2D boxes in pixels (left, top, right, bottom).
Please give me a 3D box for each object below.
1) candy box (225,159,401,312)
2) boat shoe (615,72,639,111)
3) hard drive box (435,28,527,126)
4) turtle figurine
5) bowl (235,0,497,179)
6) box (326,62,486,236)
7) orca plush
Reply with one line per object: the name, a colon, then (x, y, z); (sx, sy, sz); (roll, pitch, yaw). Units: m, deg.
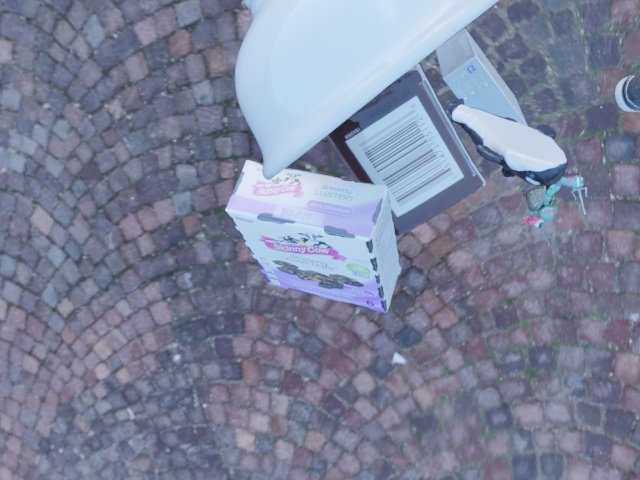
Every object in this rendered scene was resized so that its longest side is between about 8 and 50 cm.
candy box: (0.000, 0.000, 0.799); (0.165, 0.196, 0.070); (12, 65, 18)
boat shoe: (0.598, -0.258, 1.113); (0.228, 0.069, 0.081); (-16, 93, -12)
hard drive box: (0.383, -0.362, 1.629); (0.089, 0.181, 0.232); (-33, 118, 25)
turtle figurine: (0.554, -0.118, 1.676); (0.175, 0.118, 0.234); (-41, 42, 45)
bowl: (0.032, -0.192, 0.572); (0.298, 0.298, 0.134); (-35, 98, 24)
box: (0.084, -0.192, 0.964); (0.143, 0.381, 0.191); (-32, 120, 10)
orca plush: (0.323, -0.156, 1.253); (0.287, 0.151, 0.102); (28, 138, 35)
